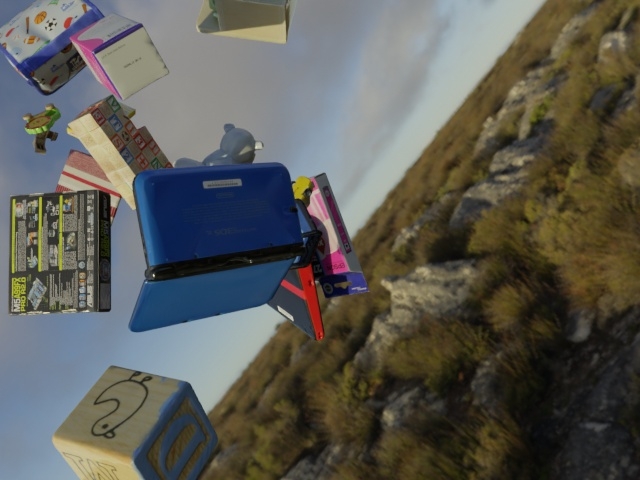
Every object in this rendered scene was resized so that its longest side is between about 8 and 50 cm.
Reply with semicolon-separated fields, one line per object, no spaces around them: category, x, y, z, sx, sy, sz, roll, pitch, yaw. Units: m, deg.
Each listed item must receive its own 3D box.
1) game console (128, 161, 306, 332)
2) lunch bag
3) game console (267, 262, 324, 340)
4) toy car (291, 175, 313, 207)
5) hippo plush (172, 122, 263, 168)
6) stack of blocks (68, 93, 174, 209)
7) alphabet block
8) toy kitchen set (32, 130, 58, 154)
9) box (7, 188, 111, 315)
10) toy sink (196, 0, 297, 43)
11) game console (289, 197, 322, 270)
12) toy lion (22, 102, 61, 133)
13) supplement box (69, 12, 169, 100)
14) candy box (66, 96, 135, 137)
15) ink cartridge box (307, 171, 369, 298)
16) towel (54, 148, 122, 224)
game console;-0.194;0.009;1.114;0.293;0.250;0.173;-9;-4;-38
lunch bag;-0.879;-0.662;2.109;0.328;0.239;0.385;-44;34;-9
game console;-0.117;0.092;1.927;0.060;0.341;0.387;-24;24;-22
toy car;-0.096;-0.019;1.503;0.239;0.224;0.053;-28;-37;11
hippo plush;-0.329;-0.268;2.068;0.294;0.235;0.236;106;-170;-73
stack of blocks;-0.557;-0.260;1.823;0.087;0.297;0.171;-18;30;25
alphabet block;-0.345;0.380;1.217;0.192;0.197;0.193;-57;-37;-46
toy kitchen set;-0.929;-0.344;2.171;0.068;0.075;0.083;13;-63;-38
box;-0.575;0.028;1.406;0.060;0.217;0.269;30;-123;-78
toy sink;-0.184;-0.595;1.554;0.131;0.234;0.152;91;-170;-63
game console;-0.073;-0.007;1.355;0.144;0.085;0.124;-12;50;53
toy lion;-0.719;-0.311;1.652;0.100;0.096;0.034;-34;-45;-23
supplement box;-0.412;-0.379;1.296;0.111;0.113;0.220;-36;38;-13
candy box;-0.670;-0.368;1.959;0.027;0.105;0.205;106;-169;-45
ink cartridge box;0.000;0.000;1.848;0.176;0.370;0.069;-14;13;41
towel;-0.774;-0.113;2.096;0.328;0.237;0.037;-69;-15;1
